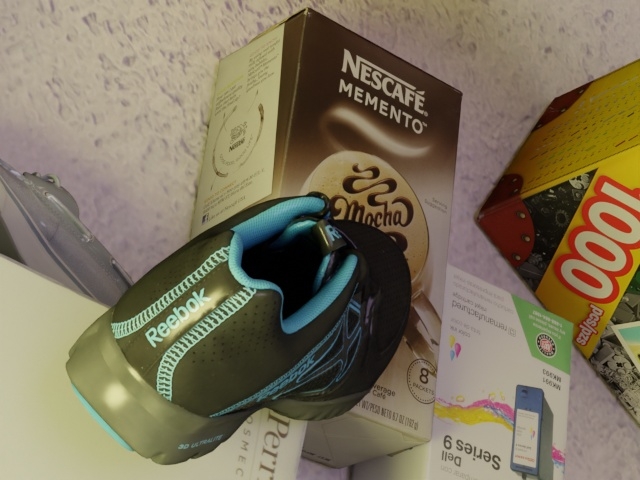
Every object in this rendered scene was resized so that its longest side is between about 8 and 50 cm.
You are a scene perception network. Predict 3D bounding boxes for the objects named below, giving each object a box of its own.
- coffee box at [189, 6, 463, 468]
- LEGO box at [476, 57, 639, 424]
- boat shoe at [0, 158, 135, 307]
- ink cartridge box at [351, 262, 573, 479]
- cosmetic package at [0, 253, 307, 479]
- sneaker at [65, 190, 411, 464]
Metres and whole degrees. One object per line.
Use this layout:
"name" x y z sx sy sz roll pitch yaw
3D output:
"coffee box" 0.000 0.000 1.337 0.168 0.119 0.297 24 60 -32
"LEGO box" 0.444 -0.010 1.468 0.372 0.500 0.193 50 48 -14
"boat shoe" -0.198 -0.001 1.202 0.227 0.079 0.081 52 39 -20
"ink cartridge box" 0.114 0.146 1.401 0.154 0.093 0.212 26 60 -32
"cosmetic package" -0.240 0.130 1.051 0.453 0.161 0.230 28 58 -31
"sneaker" -0.008 0.039 1.095 0.125 0.139 0.341 49 26 8
